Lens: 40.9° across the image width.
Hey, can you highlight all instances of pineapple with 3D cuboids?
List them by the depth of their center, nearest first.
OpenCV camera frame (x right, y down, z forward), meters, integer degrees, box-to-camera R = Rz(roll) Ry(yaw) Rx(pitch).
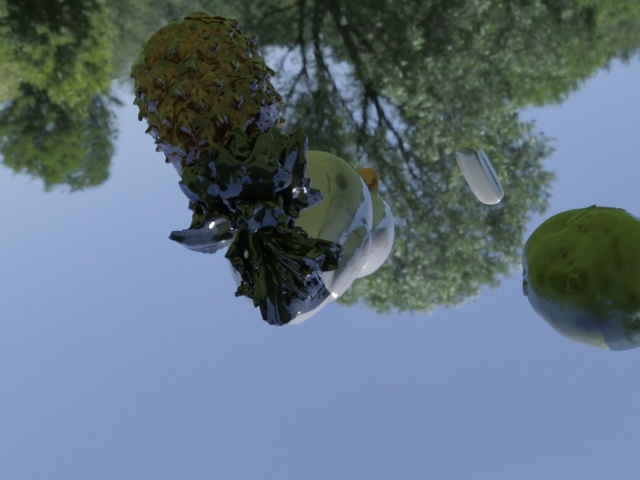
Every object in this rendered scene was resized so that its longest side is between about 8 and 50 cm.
[{"bbox_3d":[-0.084,-0.066,0.840,0.170,0.310,0.141,-33,159,17],"label":"pineapple"}]

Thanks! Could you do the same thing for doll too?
[{"bbox_3d":[0.000,0.000,1.155,0.221,0.221,0.251,12,-108,52],"label":"doll"}]

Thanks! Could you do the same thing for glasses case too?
[{"bbox_3d":[0.179,-0.075,0.971,0.032,0.083,0.021,-5,-143,45],"label":"glasses case"}]

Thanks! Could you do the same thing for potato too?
[{"bbox_3d":[0.364,0.046,1.134,0.186,0.149,0.253,-55,-153,14],"label":"potato"}]
